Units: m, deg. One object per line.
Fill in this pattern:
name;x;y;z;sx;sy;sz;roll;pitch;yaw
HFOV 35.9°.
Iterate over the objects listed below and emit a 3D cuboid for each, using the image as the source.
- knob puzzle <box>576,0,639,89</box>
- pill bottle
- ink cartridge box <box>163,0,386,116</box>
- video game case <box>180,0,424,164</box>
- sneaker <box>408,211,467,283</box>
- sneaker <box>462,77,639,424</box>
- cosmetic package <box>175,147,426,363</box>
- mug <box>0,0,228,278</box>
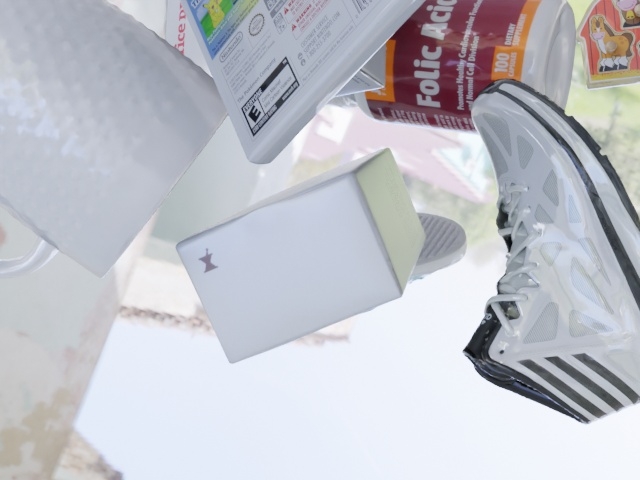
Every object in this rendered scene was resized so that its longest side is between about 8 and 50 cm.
knob puzzle;0.522;-0.356;1.643;0.213;0.213;0.030;24;174;20
pill bottle;0.183;-0.286;1.559;0.392;0.224;0.224;10;178;24
ink cartridge box;-0.067;-0.315;1.424;0.307;0.223;0.129;-6;166;30
video game case;-0.023;-0.291;0.992;0.036;0.329;0.300;0;-123;-44
sneaker;0.092;0.055;1.766;0.366;0.135;0.150;-11;139;16
sneaker;0.259;0.023;1.230;0.447;0.257;0.169;59;173;14
cosmetic package;0.000;0.000;1.330;0.453;0.230;0.161;-40;-72;-76
mug;-0.339;-0.123;1.173;0.328;0.374;0.276;37;-170;-10
